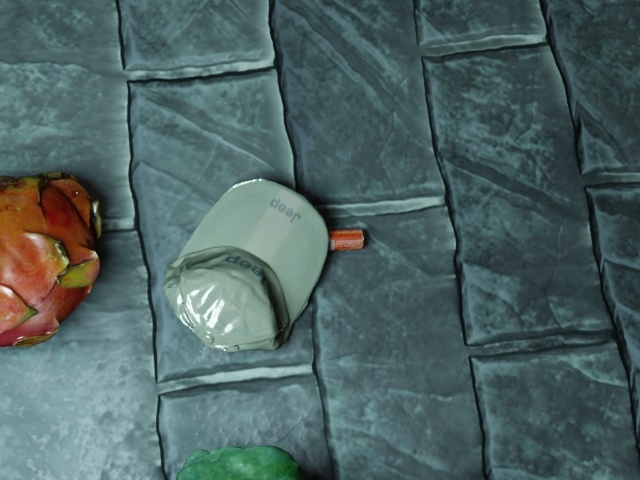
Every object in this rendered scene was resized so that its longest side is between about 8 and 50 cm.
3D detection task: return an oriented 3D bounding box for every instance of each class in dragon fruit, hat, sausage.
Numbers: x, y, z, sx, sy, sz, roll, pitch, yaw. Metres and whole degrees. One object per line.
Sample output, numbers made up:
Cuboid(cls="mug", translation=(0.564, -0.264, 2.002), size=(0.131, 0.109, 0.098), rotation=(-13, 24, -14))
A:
Cuboid(cls="dragon fruit", translation=(-0.421, 0.027, 1.504), size=(0.250, 0.250, 0.315), rotation=(1, 33, -12))
Cuboid(cls="hat", translation=(-0.104, 0.036, 1.612), size=(0.214, 0.149, 0.244), rotation=(27, 97, -4))
Cuboid(cls="sausage", translation=(0.000, 0.000, 1.705), size=(0.130, 0.034, 0.034), rotation=(-3, 77, -12))

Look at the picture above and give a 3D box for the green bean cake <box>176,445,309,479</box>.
Cuboid(cls="green bean cake", translation=(-0.160, 0.442, 1.463), size=(0.300, 0.169, 0.307), rotation=(-7, 51, 13))
